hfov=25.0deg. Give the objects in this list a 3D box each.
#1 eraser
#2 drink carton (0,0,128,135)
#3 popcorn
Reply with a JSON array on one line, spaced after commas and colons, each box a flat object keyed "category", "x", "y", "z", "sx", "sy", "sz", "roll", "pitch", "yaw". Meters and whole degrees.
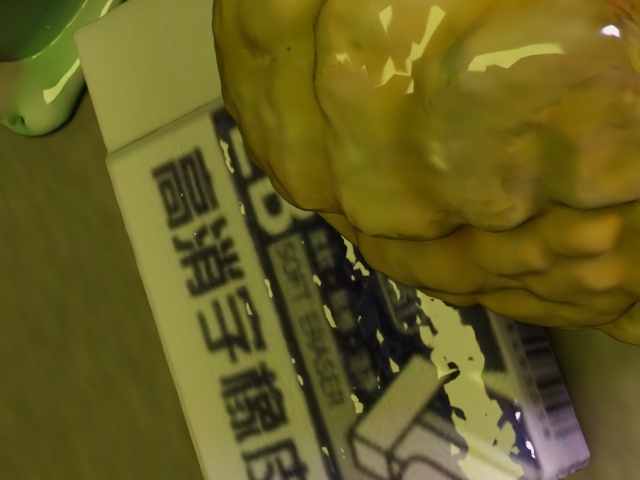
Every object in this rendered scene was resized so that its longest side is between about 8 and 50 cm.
[{"category": "eraser", "x": 0.000, "y": 0.000, "z": 0.510, "sx": 0.124, "sy": 0.068, "sz": 0.210, "roll": -24, "pitch": 78, "yaw": 25}, {"category": "drink carton", "x": -0.162, "y": -0.134, "z": 0.551, "sx": 0.144, "sy": 0.142, "sz": 0.146, "roll": 34, "pitch": 104, "yaw": 23}, {"category": "popcorn", "x": 0.086, "y": -0.079, "z": 0.408, "sx": 0.226, "sy": 0.200, "sz": 0.203, "roll": -21, "pitch": 54, "yaw": 21}]
